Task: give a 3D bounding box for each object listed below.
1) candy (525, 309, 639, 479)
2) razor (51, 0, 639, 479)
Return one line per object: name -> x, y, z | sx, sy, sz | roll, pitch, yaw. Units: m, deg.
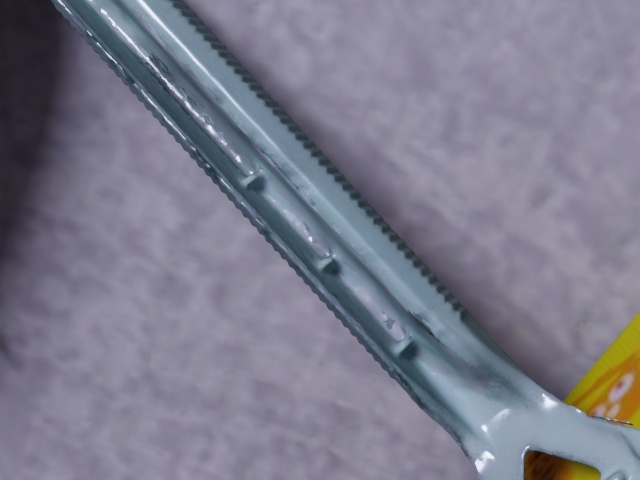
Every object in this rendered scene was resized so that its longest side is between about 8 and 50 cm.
candy -> 0.176, 0.158, 0.518 | 0.276, 0.088, 0.146 | 37, 97, -8
razor -> 0.003, -0.001, 0.470 | 0.111, 0.056, 0.278 | -44, 76, 13
